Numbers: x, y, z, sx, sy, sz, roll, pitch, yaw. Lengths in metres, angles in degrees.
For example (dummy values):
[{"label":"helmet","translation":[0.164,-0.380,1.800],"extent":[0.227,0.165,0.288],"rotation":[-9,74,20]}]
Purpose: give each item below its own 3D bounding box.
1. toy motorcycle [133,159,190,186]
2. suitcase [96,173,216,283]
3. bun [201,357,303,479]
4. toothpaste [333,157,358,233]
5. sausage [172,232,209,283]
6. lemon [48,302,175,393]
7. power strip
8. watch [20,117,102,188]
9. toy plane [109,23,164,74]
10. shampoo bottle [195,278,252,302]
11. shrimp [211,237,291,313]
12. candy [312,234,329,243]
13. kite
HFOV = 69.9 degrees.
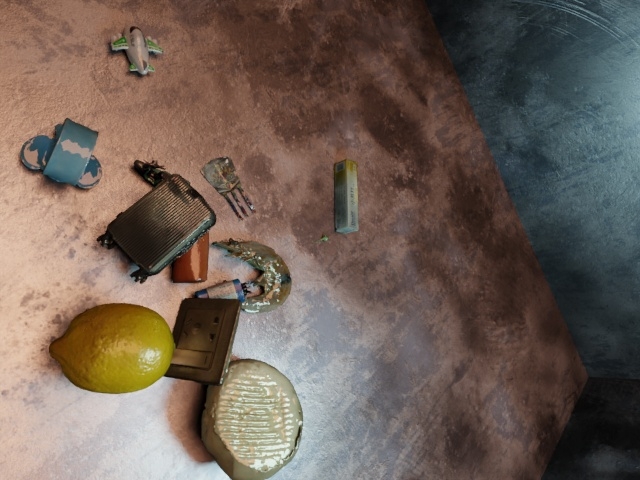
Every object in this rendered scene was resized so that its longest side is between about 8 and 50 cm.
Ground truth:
[{"label":"toy motorcycle","translation":[-0.514,-0.208,1.469],"extent":[0.173,0.100,0.058],"rotation":[35,60,-28]},{"label":"suitcase","translation":[-0.475,-0.038,1.366],"extent":[0.312,0.128,0.202],"rotation":[-43,89,-14]},{"label":"bun","translation":[-0.227,0.563,1.445],"extent":[0.359,0.211,0.360],"rotation":[18,57,-30]},{"label":"toothpaste","translation":[0.110,-0.190,1.965],"extent":[0.071,0.089,0.313],"rotation":[13,71,-41]},{"label":"sausage","translation":[-0.418,0.010,1.485],"extent":[0.113,0.113,0.259],"rotation":[8,75,-37]},{"label":"lemon","translation":[-0.548,0.289,1.230],"extent":[0.319,0.245,0.245],"rotation":[10,73,-34]},{"label":"power strip","translation":[-0.349,0.305,1.394],"extent":[0.092,0.257,0.251],"rotation":[47,50,-47]},{"label":"watch","translation":[-0.697,-0.251,1.273],"extent":[0.211,0.193,0.211],"rotation":[9,76,-38]},{"label":"toy plane","translation":[-0.604,-0.633,1.513],"extent":[0.174,0.080,0.174],"rotation":[12,70,-35]},{"label":"shampoo bottle","translation":[-0.318,0.182,1.524],"extent":[0.183,0.050,0.087],"rotation":[-17,104,-20]},{"label":"shrimp","translation":[-0.247,0.118,1.623],"extent":[0.360,0.085,0.247],"rotation":[41,64,-28]},{"label":"candy","translation":[0.000,0.000,1.879],"extent":[0.083,0.025,0.023],"rotation":[-27,68,-30]},{"label":"kite","translation":[-0.326,-0.190,1.666],"extent":[0.141,0.015,0.245],"rotation":[-37,99,-36]}]
